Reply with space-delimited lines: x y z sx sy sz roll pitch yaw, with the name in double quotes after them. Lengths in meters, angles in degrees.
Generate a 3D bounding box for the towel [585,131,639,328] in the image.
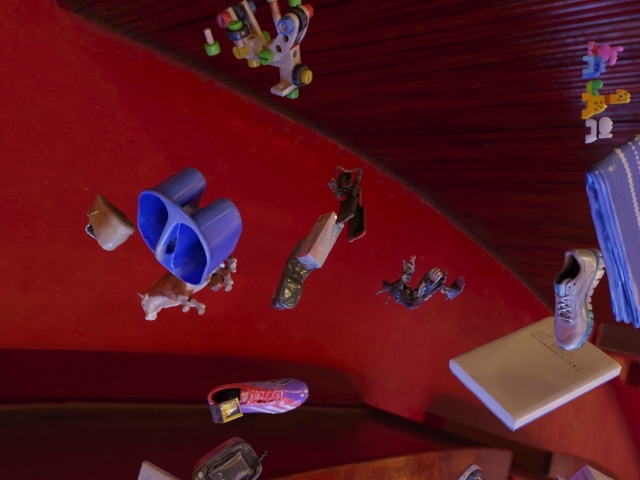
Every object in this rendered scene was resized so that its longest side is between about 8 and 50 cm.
0.487 -0.065 0.747 0.336 0.040 0.243 -32 112 -18 "towel"

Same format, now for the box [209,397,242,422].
-0.275 0.491 1.627 0.059 0.169 0.054 -15 78 -24 "box"

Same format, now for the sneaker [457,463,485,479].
0.417 0.650 1.361 0.086 0.163 0.226 -35 128 -21 "sneaker"

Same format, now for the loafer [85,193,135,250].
-0.548 -0.046 1.432 0.092 0.268 0.102 -50 119 -8 "loafer"

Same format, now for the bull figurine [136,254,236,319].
-0.378 0.122 1.628 0.310 0.188 0.101 -46 143 -17 "bull figurine"

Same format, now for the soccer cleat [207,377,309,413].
-0.196 0.490 1.771 0.116 0.318 0.108 73 12 -70 "soccer cleat"

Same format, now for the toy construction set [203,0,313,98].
-0.122 -0.516 1.489 0.309 0.257 0.237 -79 161 -45 "toy construction set"

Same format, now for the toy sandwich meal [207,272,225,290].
-0.341 0.124 1.826 0.029 0.086 0.085 33 70 -48 "toy sandwich meal"

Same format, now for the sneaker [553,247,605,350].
0.444 0.101 1.011 0.083 0.071 0.190 10 90 -29 "sneaker"

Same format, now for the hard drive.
0.490 0.292 1.295 0.319 0.210 0.040 -17 125 -23 "hard drive"

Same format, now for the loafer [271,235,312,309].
-0.084 0.097 1.761 0.096 0.084 0.267 40 55 -22 "loafer"

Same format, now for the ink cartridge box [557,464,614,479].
0.614 0.563 1.219 0.181 0.104 0.061 31 111 -16 "ink cartridge box"

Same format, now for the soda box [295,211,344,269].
0.000 0.000 1.652 0.063 0.058 0.183 51 49 -26 "soda box"

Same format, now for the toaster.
-0.269 0.659 1.637 0.227 0.146 0.129 -33 91 -19 "toaster"

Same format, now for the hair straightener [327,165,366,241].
0.055 -0.093 1.073 0.089 0.047 0.230 52 28 -23 "hair straightener"

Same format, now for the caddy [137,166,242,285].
-0.346 -0.021 1.419 0.241 0.341 0.179 42 58 5 "caddy"

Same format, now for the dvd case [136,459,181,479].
-0.405 0.731 1.516 0.022 0.253 0.180 10 98 -67 "dvd case"

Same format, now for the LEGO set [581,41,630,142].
0.637 -0.334 1.249 0.087 0.093 0.227 -12 102 -55 "LEGO set"

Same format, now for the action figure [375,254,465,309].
0.296 0.124 1.697 0.276 0.164 0.141 -1 113 -37 "action figure"
